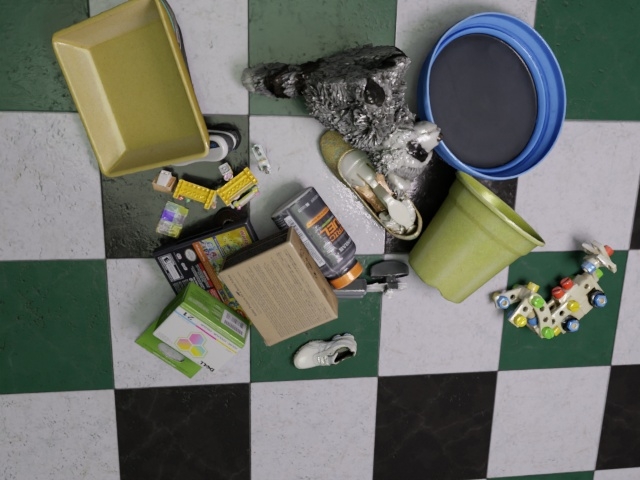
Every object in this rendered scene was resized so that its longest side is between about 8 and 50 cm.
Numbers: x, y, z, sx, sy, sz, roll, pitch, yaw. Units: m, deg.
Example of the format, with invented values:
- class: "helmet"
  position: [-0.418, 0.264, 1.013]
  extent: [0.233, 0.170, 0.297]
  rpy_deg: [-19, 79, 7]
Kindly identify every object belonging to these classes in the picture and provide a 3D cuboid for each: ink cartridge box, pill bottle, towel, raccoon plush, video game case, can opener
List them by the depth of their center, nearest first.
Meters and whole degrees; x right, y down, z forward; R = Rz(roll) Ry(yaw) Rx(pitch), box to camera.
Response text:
- class: "raccoon plush"
  position: [0.062, -0.276, 1.414]
  extent: [0.216, 0.446, 0.299]
  rpy_deg: [-45, 135, -35]
- class: "ink cartridge box"
  position: [-0.094, 0.109, 1.426]
  extent: [0.193, 0.088, 0.235]
  rpy_deg: [-23, 117, 15]
- class: "pill bottle"
  position: [0.000, 0.000, 1.492]
  extent: [0.130, 0.130, 0.246]
  rpy_deg: [-37, 99, 2]
- class: "video game case"
  position: [-0.236, 0.100, 1.495]
  extent: [0.248, 0.035, 0.275]
  rpy_deg: [-17, 117, 11]
- class: "towel"
  position: [-0.365, -0.049, 1.501]
  extent: [0.060, 0.009, 0.083]
  rpy_deg: [23, 100, -13]
- class: "ink cartridge box"
  position: [-0.327, 0.253, 1.507]
  extent: [0.188, 0.097, 0.255]
  rpy_deg: [38, 114, -17]
- class: "can opener"
  position: [0.092, 0.111, 1.591]
  extent: [0.280, 0.074, 0.093]
  rpy_deg: [-4, 71, -9]

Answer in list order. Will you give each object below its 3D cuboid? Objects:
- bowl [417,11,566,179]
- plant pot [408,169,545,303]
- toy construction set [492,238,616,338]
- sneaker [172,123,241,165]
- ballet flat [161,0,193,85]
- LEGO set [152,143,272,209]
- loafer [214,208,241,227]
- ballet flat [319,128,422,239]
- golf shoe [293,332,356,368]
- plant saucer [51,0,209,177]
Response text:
- class: "bowl"
  position: [0.405, -0.338, 1.457]
  extent: [0.391, 0.077, 0.391]
  rpy_deg: [0, 91, -21]
- class: "plant pot"
  position: [0.363, 0.008, 1.516]
  extent: [0.276, 0.276, 0.254]
  rpy_deg: [34, 109, -15]
- class: "toy construction set"
  position: [0.649, 0.137, 1.642]
  extent: [0.327, 0.151, 0.215]
  rpy_deg: [-38, 107, 14]
- class: "sneaker"
  position: [-0.284, -0.228, 1.436]
  extent: [0.216, 0.121, 0.079]
  rpy_deg: [7, 117, 25]
- class: "ballet flat"
  position: [-0.341, -0.406, 1.368]
  extent: [0.095, 0.096, 0.281]
  rpy_deg: [-6, 110, 8]
- class: "LEGO set"
  position: [-0.249, -0.126, 1.472]
  extent: [0.286, 0.107, 0.132]
  rpy_deg: [-16, 78, 2]
- class: "loafer"
  position: [-0.187, 0.023, 1.511]
  extent: [0.080, 0.078, 0.220]
  rpy_deg: [-39, 106, 3]
- class: "ballet flat"
  position: [0.134, -0.134, 1.501]
  extent: [0.123, 0.123, 0.348]
  rpy_deg: [-40, 106, 3]
- class: "golf shoe"
  position: [0.012, 0.301, 1.611]
  extent: [0.176, 0.086, 0.069]
  rpy_deg: [-22, 108, -1]
- class: "plant saucer"
  position: [-0.395, -0.325, 1.325]
  extent: [0.332, 0.081, 0.333]
  rpy_deg: [-6, 110, 31]
